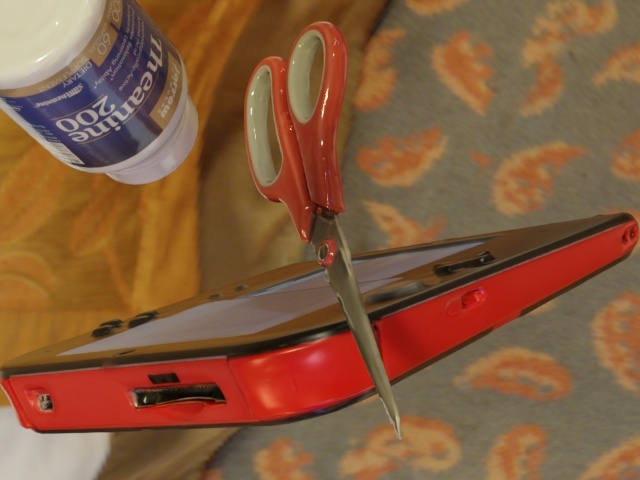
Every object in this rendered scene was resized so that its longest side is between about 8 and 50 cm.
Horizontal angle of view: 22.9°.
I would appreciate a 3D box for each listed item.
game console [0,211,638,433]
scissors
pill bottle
[{"bbox_3d":[-0.014,0.052,1.138,0.386,0.342,0.060,-9,102,49],"label":"game console"},{"bbox_3d":[0.000,0.000,0.930,0.109,0.021,0.297,-41,48,43],"label":"scissors"},{"bbox_3d":[-0.092,-0.066,0.616,0.067,0.120,0.067,-7,68,16],"label":"pill bottle"}]
